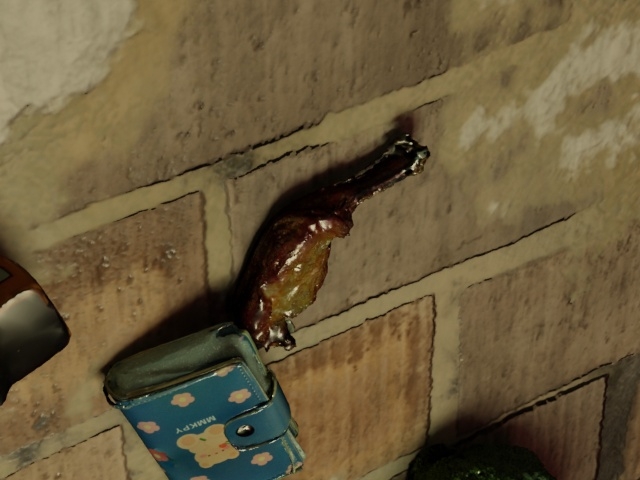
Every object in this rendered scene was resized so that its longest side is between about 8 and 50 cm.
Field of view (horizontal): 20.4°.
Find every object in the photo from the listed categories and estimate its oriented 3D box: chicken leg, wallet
[{"bbox_3d":[0.000,0.000,1.603,0.253,0.051,0.106,-50,140,11],"label":"chicken leg"},{"bbox_3d":[-0.099,0.164,1.634,0.141,0.059,0.202,-22,139,4],"label":"wallet"}]

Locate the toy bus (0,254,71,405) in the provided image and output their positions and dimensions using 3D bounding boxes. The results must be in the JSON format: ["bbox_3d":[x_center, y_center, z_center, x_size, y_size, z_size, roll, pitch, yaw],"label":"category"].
[{"bbox_3d":[-0.388,0.155,1.395,0.409,0.092,0.093,-35,141,-10],"label":"toy bus"}]

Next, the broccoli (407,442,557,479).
[{"bbox_3d":[0.176,0.384,1.916,0.283,0.304,0.321,-21,122,26],"label":"broccoli"}]
